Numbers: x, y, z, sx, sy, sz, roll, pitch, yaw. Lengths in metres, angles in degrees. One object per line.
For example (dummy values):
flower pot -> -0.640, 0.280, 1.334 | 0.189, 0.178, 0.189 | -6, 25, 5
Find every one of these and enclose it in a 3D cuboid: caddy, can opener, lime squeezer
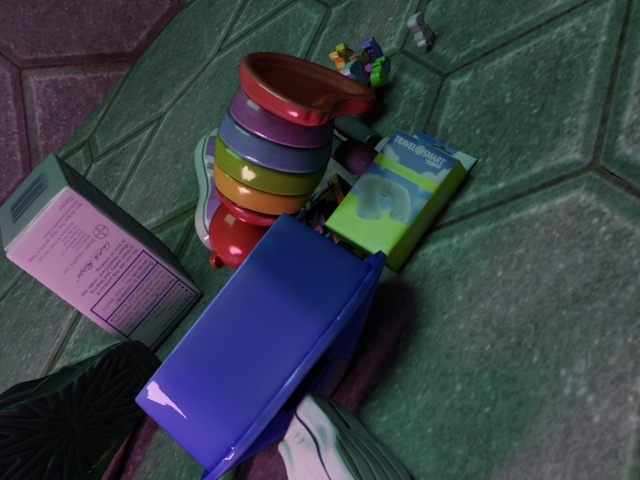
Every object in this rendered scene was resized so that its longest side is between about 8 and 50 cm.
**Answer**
caddy -> -0.058, 0.127, 1.302 | 0.341, 0.179, 0.241 | -51, 1, 0
can opener -> 0.048, -0.140, 1.587 | 0.076, 0.095, 0.283 | -49, 27, 2
lime squeezer -> -0.371, 0.386, 1.603 | 0.310, 0.059, 0.110 | -53, 25, -4

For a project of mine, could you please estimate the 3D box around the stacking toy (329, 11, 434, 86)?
stacking toy -> 0.066, -0.264, 1.701 | 0.167, 0.052, 0.221 | -16, 24, 35

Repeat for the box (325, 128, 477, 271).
box -> 0.102, -0.060, 1.397 | 0.109, 0.042, 0.178 | 31, 81, 36

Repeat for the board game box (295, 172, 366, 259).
board game box -> 0.000, 0.000, 1.529 | 0.141, 0.048, 0.170 | -43, 25, 13

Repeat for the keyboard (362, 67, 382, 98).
keyboard -> 0.063, -0.236, 1.759 | 0.100, 0.038, 0.192 | -24, 21, 12

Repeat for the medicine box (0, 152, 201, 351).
medicine box -> -0.370, 0.020, 1.838 | 0.149, 0.289, 0.263 | -48, 24, -1

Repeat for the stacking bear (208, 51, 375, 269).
stacking bear -> -0.069, -0.087, 1.476 | 0.175, 0.164, 0.289 | -25, -40, -54

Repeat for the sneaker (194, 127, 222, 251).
sneaker -> -0.122, -0.114, 1.853 | 0.161, 0.102, 0.282 | -35, 39, 23

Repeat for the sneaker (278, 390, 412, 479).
sneaker -> 0.021, 0.242, 1.122 | 0.091, 0.094, 0.258 | -63, 17, 6

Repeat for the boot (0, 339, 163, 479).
boot -> -0.477, 0.308, 1.675 | 0.367, 0.146, 0.445 | -31, 8, -41
